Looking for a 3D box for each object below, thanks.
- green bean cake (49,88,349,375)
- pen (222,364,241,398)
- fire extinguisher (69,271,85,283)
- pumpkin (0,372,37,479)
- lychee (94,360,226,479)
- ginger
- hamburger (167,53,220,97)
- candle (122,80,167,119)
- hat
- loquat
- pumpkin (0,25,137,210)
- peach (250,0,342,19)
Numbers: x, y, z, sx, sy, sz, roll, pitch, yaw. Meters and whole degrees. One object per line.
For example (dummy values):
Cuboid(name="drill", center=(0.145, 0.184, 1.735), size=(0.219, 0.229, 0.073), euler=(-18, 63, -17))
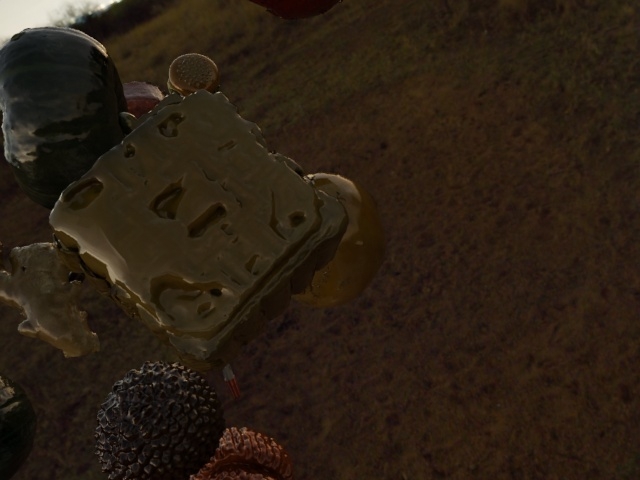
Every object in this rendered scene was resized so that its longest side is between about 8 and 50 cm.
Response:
Cuboid(name="green bean cake", center=(-0.116, -0.012, 0.572), size=(0.230, 0.224, 0.131), euler=(-46, -7, -20))
Cuboid(name="pen", center=(-0.250, 0.307, 1.476), size=(0.028, 0.239, 0.028), euler=(-13, 24, 6))
Cuboid(name="fire extinguisher", center=(-0.583, 0.098, 1.355), size=(0.056, 0.039, 0.132), euler=(4, 57, 40))
Cuboid(name="pumpkin", center=(-0.834, 0.429, 1.402), size=(0.263, 0.293, 0.197), euler=(-35, -25, -60))
Cuboid(name="lychee", center=(-0.378, 0.441, 1.364), size=(0.306, 0.306, 0.330), euler=(-17, 13, 20))
Cuboid(name="ginger", center=(-0.647, 0.095, 1.279), size=(0.363, 0.122, 0.348), euler=(-5, 66, -9))
Cuboid(name="hamburger", center=(-0.372, -0.472, 1.707), size=(0.162, 0.162, 0.115), euler=(-42, -4, -25))
Cuboid(name="candle", center=(-0.505, -0.245, 1.397), size=(0.317, 0.287, 0.131), euler=(-53, 43, 15))
Cuboid(name="hat", center=(-0.199, 0.680, 1.454), size=(0.285, 0.285, 0.400), euler=(-27, 19, 3))
Cuboid(name="loquat", center=(0.000, 0.000, 1.014), size=(0.235, 0.235, 0.235), euler=(-22, 28, 12))
Cuboid(name="pumpkin", center=(-0.403, -0.194, 0.944), size=(0.207, 0.300, 0.300), euler=(-10, 26, -8))
Cuboid(name="peach", center=(-0.079, -0.618, 1.124), size=(0.370, 0.370, 0.370), euler=(-22, 28, 12))
